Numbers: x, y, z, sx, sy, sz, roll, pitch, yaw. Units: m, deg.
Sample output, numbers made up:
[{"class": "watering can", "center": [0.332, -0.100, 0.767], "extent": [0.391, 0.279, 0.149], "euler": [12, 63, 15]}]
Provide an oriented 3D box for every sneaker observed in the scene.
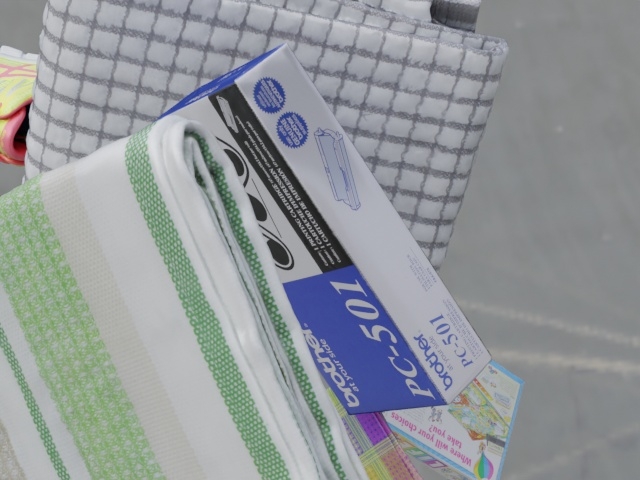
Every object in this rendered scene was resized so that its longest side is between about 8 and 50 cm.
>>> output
[{"class": "sneaker", "center": [-0.238, -0.095, 1.109], "extent": [0.208, 0.081, 0.094], "euler": [-3, 36, 6]}]

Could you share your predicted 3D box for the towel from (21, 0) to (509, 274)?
[{"class": "towel", "center": [-0.044, -0.073, 0.968], "extent": [0.283, 0.235, 0.121], "euler": [9, 26, -10]}]

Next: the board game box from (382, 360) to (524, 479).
[{"class": "board game box", "center": [0.094, 0.127, 1.216], "extent": [0.026, 0.154, 0.103], "euler": [-17, 46, 50]}]

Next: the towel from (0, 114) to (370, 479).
[{"class": "towel", "center": [-0.056, 0.043, 0.360], "extent": [0.152, 0.113, 0.023], "euler": [-21, 2, 44]}]

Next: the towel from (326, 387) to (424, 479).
[{"class": "towel", "center": [0.023, 0.127, 0.898], "extent": [0.060, 0.083, 0.009], "euler": [-40, -15, 32]}]

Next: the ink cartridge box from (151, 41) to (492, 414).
[{"class": "ink cartridge box", "center": [0.000, 0.000, 0.824], "extent": [0.046, 0.207, 0.097], "euler": [-41, 13, -32]}]
